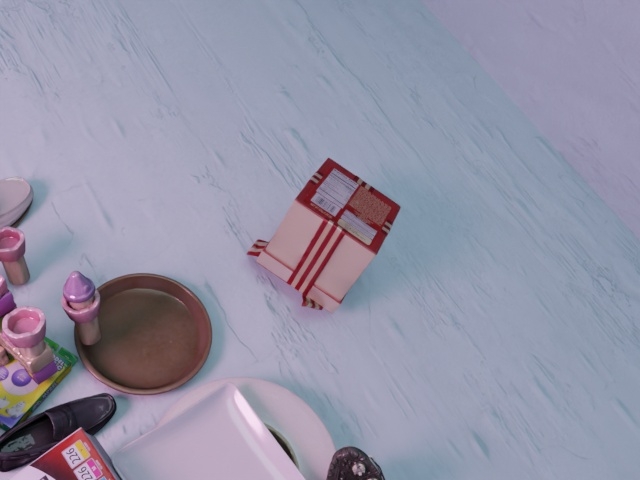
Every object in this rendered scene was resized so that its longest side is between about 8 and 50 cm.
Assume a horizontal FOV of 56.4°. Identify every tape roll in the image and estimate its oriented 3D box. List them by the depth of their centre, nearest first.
[{"bbox_3d":[-0.147,0.454,1.130,0.391,0.072,0.392,13,52,-17],"label":"tape roll"}]

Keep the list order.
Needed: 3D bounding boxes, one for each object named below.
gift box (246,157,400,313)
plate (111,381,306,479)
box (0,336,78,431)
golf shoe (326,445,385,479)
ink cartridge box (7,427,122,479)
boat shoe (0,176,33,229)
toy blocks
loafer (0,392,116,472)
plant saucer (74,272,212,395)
[{"bbox_3d":[0.000,0.000,1.415,0.255,0.258,0.276,37,41,4],"label":"gift box"},{"bbox_3d":[-0.180,0.422,1.039,0.278,0.045,0.277,49,39,15],"label":"plate"},{"bbox_3d":[-0.549,0.256,1.109,0.105,0.043,0.179,32,46,1],"label":"box"},{"bbox_3d":[0.072,0.458,1.137,0.105,0.273,0.120,-17,37,5],"label":"golf shoe"},{"bbox_3d":[-0.388,0.501,0.901,0.271,0.130,0.309,-36,75,-22],"label":"ink cartridge box"},{"bbox_3d":[-0.718,-0.052,1.219,0.113,0.103,0.302,37,48,4],"label":"boat shoe"},{"bbox_3d":[-0.580,0.109,1.019,0.288,0.260,0.309,32,49,19],"label":"toy blocks"},{"bbox_3d":[-0.470,0.335,1.062,0.223,0.078,0.076,-22,67,-36],"label":"loafer"},{"bbox_3d":[-0.366,0.194,1.244,0.277,0.041,0.278,13,50,-16],"label":"plant saucer"}]
